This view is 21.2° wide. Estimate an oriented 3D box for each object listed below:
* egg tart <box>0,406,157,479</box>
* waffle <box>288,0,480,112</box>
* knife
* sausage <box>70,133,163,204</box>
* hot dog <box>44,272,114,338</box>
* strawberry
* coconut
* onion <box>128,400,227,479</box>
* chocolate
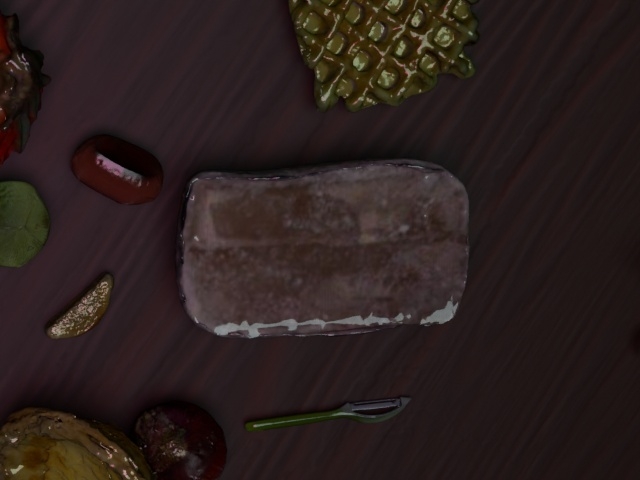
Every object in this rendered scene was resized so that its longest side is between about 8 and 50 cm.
[{"bbox_3d":[-0.233,0.246,1.702,0.090,0.212,0.212,-42,109,-46],"label":"egg tart"},{"bbox_3d":[0.065,-0.249,1.746,0.204,0.054,0.223,-17,103,-10],"label":"waffle"},{"bbox_3d":[0.010,0.186,1.813,0.184,0.022,0.026,-6,73,-12],"label":"knife"},{"bbox_3d":[-0.202,-0.070,1.710,0.094,0.059,0.054,26,135,-15],"label":"sausage"},{"bbox_3d":[-0.238,0.073,1.735,0.090,0.030,0.034,-42,106,-4],"label":"hot dog"},{"bbox_3d":[-0.378,-0.136,1.640,0.236,0.111,0.190,7,68,8],"label":"strawberry"},{"bbox_3d":[-0.306,-0.017,1.675,0.088,0.096,0.088,-5,99,-29],"label":"coconut"},{"bbox_3d":[-0.146,0.216,1.749,0.107,0.097,0.107,-2,84,22],"label":"onion"},{"bbox_3d":[0.000,0.000,1.745,0.303,0.100,0.185,-2,109,-10],"label":"chocolate"}]
